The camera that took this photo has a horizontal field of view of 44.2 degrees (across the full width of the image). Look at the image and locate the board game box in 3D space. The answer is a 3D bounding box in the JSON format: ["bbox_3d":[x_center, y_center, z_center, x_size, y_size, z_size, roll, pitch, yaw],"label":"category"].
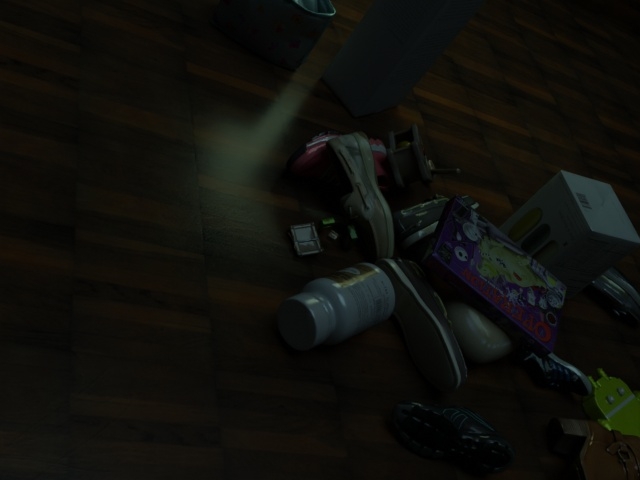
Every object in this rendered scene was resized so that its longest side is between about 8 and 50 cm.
[{"bbox_3d":[0.389,0.077,1.731,0.346,0.056,0.208,38,52,-11],"label":"board game box"}]

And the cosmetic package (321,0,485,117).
[{"bbox_3d":[0.225,-0.542,2.050,0.161,0.453,0.230,51,40,13],"label":"cosmetic package"}]

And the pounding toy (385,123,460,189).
[{"bbox_3d":[0.254,-0.220,1.968,0.269,0.154,0.154,-15,89,-77],"label":"pounding toy"}]

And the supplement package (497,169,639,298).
[{"bbox_3d":[0.635,-0.008,2.042,0.198,0.263,0.199,11,48,-31],"label":"supplement package"}]

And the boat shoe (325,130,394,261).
[{"bbox_3d":[0.086,-0.088,1.760,0.098,0.109,0.303,-16,94,-18],"label":"boat shoe"}]

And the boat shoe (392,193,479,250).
[{"bbox_3d":[0.282,-0.066,1.932,0.305,0.109,0.091,-25,76,-44],"label":"boat shoe"}]

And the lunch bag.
[{"bbox_3d":[-0.110,-0.580,1.994,0.262,0.223,0.160,35,47,-9],"label":"lunch bag"}]

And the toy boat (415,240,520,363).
[{"bbox_3d":[0.338,0.123,1.798,0.267,0.148,0.318,-18,74,-41],"label":"toy boat"}]

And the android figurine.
[{"bbox_3d":[0.729,0.433,1.881,0.248,0.056,0.273,-13,65,-45],"label":"android figurine"}]

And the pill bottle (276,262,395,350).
[{"bbox_3d":[0.029,0.130,1.528,0.229,0.131,0.131,-18,67,-47],"label":"pill bottle"}]

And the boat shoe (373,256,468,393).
[{"bbox_3d":[0.223,0.170,1.667,0.096,0.117,0.324,-6,53,-38],"label":"boat shoe"}]

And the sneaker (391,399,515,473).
[{"bbox_3d":[0.250,0.371,1.538,0.267,0.101,0.106,27,19,-16],"label":"sneaker"}]

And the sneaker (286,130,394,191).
[{"bbox_3d":[0.064,-0.169,1.845,0.313,0.116,0.136,-6,59,-42],"label":"sneaker"}]

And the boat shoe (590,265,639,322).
[{"bbox_3d":[0.798,0.126,2.198,0.320,0.103,0.118,41,20,-10],"label":"boat shoe"}]

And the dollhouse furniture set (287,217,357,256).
[{"bbox_3d":[0.000,0.000,1.710,0.151,0.059,0.076,-10,67,-22],"label":"dollhouse furniture set"}]

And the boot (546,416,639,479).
[{"bbox_3d":[0.611,0.504,1.659,0.220,0.109,0.283,14,31,-10],"label":"boot"}]

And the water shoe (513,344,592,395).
[{"bbox_3d":[0.536,0.313,1.837,0.203,0.073,0.080,38,61,1],"label":"water shoe"}]
